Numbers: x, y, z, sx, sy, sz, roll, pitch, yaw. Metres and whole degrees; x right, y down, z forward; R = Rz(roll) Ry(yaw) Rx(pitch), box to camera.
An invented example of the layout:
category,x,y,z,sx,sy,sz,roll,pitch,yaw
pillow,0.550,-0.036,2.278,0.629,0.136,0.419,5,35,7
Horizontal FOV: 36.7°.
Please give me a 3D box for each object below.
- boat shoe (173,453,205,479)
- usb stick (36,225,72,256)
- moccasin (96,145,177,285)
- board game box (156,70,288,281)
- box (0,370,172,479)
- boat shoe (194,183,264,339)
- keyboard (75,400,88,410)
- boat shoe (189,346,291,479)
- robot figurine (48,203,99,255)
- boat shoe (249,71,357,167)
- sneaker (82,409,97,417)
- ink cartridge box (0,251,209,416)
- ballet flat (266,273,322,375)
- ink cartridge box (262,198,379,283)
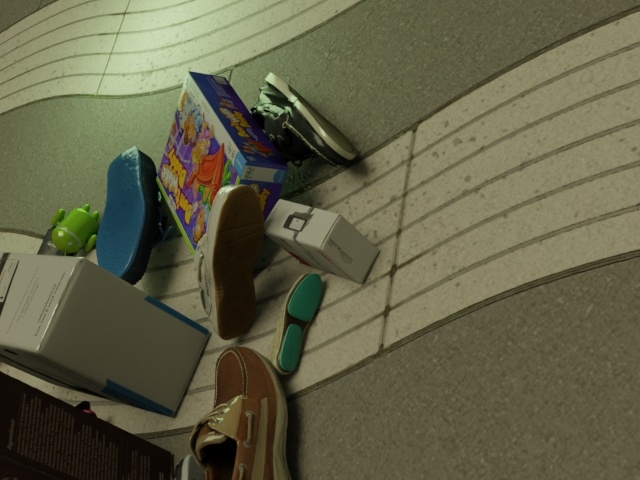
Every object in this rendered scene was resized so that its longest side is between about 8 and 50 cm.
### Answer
category,x,y,z,sx,sy,sz,roll,pitch,yaw
boat shoe,-0.201,0.386,1.436,0.040,0.049,0.142,-31,37,33
usb stick,-0.584,0.098,2.007,0.077,0.045,0.277,11,67,18
moccasin,-0.334,-0.042,1.827,0.138,0.117,0.341,-24,43,24
board game box,-0.181,-0.114,1.680,0.347,0.078,0.233,55,132,49
box,-0.418,0.338,1.414,0.191,0.381,0.143,-32,43,24
boat shoe,-0.156,0.025,1.503,0.096,0.098,0.277,36,131,37
keyboard,-0.485,0.372,1.736,0.192,0.038,0.100,-35,29,13
boat shoe,-0.118,0.277,1.359,0.123,0.117,0.324,-51,35,31
robot figurine,-0.508,-0.021,2.002,0.115,0.101,0.067,-52,4,-30
boat shoe,-0.048,-0.183,1.642,0.113,0.127,0.340,-49,38,7
sneaker,-0.418,0.373,1.641,0.075,0.063,0.170,22,83,50
ink cartridge box,-0.433,0.150,1.644,0.395,0.285,0.166,3,64,46
ballet flat,-0.047,0.124,1.472,0.052,0.057,0.168,-8,56,52
ink cartridge box,0.000,0.000,1.472,0.150,0.109,0.063,16,71,49
